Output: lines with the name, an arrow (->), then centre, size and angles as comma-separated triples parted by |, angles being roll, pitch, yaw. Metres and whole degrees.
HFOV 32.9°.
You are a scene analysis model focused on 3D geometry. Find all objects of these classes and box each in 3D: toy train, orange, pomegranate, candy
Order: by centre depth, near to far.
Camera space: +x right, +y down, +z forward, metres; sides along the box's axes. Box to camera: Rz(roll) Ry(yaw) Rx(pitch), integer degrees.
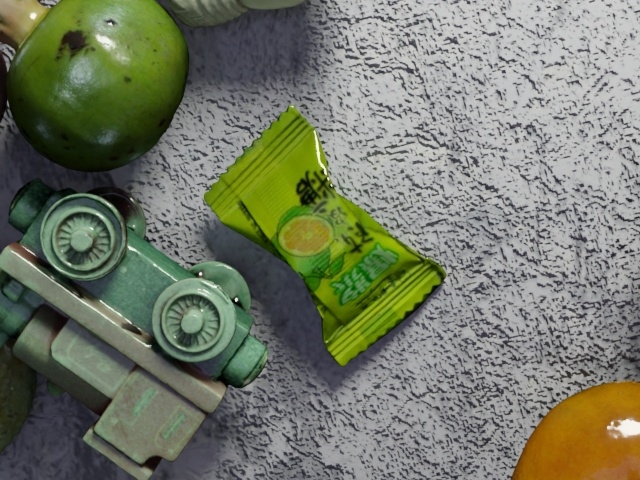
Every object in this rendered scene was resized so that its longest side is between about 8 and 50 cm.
pomegranate -> -0.239, -0.173, 1.043 | 0.225, 0.187, 0.187 | 38, 101, -15
orange -> 0.297, 0.254, 1.064 | 0.240, 0.171, 0.240 | 0, 101, -2
toy train -> -0.212, 0.082, 1.100 | 0.304, 0.150, 0.221 | 37, 98, -2
candy -> 0.000, 0.000, 1.110 | 0.149, 0.069, 0.246 | -41, 94, 8

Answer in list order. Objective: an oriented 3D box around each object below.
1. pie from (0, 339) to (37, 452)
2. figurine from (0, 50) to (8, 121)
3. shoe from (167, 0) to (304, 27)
pie -> -0.450, 0.135, 1.177 | 0.302, 0.067, 0.303 | 1, 98, 7
figurine -> -0.396, -0.157, 1.075 | 0.173, 0.173, 0.173 | 1, 99, 6
shoe -> -0.048, -0.379, 1.017 | 0.210, 0.132, 0.342 | -1, 103, 14
